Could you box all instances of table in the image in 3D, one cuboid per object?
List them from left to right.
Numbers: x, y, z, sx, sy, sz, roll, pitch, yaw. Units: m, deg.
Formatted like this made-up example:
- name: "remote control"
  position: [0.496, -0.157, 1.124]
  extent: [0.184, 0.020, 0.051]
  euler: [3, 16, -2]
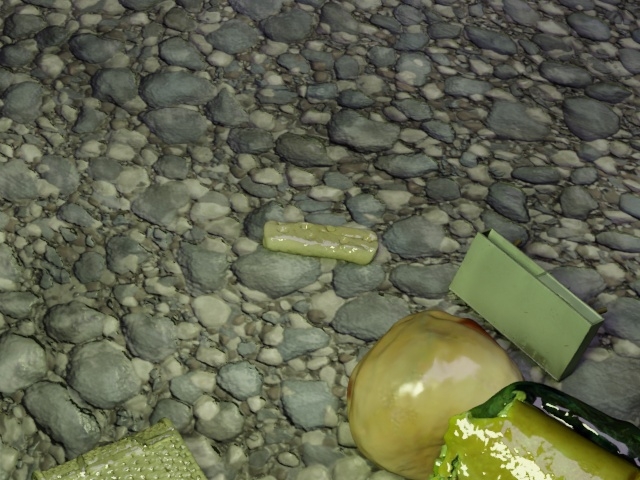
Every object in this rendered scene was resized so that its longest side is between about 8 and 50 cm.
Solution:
- name: "table"
  position: [0.344, 0.093, 1.941]
  extent: [0.240, 0.121, 0.111]
  euler: [42, 36, 26]

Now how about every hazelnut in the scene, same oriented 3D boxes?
- name: "hazelnut"
  position: [0.160, 0.229, 1.718]
  extent: [0.261, 0.241, 0.261]
  euler: [-1, 14, 0]

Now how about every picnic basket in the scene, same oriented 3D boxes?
- name: "picnic basket"
  position: [-0.263, 0.338, 1.580]
  extent: [0.196, 0.134, 0.154]
  euler: [-20, 57, -26]

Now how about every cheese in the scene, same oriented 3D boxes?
- name: "cheese"
  position: [0.000, 0.000, 2.010]
  extent: [0.194, 0.043, 0.065]
  euler: [7, 47, -3]

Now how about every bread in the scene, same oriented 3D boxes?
- name: "bread"
  position: [0.310, 0.340, 1.486]
  extent: [0.376, 0.251, 0.208]
  euler: [29, 21, 15]
